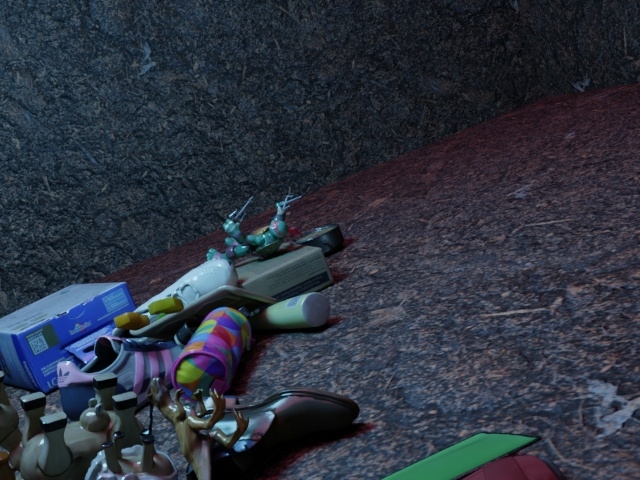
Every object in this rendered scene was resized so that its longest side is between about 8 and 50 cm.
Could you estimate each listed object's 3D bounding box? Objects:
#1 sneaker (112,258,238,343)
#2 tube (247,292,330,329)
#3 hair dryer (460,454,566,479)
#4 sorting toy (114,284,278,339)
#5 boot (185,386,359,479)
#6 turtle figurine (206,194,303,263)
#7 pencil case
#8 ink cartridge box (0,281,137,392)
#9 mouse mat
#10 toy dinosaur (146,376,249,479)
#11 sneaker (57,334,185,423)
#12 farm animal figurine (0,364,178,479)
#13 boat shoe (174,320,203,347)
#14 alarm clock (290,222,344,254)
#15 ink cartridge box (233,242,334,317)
[{"bbox_3d":[-0.293,0.141,1.635,0.297,0.111,0.129,-37,-8,13],"label":"sneaker"},{"bbox_3d":[-0.068,0.140,1.509,0.240,0.070,0.062,-16,52,56],"label":"tube"},{"bbox_3d":[0.149,0.230,0.568,0.293,0.080,0.223,-15,12,28],"label":"hair dryer"},{"bbox_3d":[-0.236,0.129,1.497,0.229,0.041,0.307,-24,-18,14],"label":"sorting toy"},{"bbox_3d":[-0.062,0.245,0.981,0.219,0.082,0.106,-9,38,17],"label":"boot"},{"bbox_3d":[-0.141,-0.014,1.767,0.234,0.118,0.175,-32,-14,39],"label":"turtle figurine"},{"bbox_3d":[-0.174,0.187,1.348,0.104,0.104,0.236,-18,11,11],"label":"pencil case"},{"bbox_3d":[-0.580,0.213,1.827,0.270,0.151,0.395,-29,12,-35],"label":"ink cartridge box"},{"bbox_3d":[0.113,0.214,0.755,0.153,0.007,0.189,-22,-10,-9],"label":"mouse mat"},{"bbox_3d":[-0.139,0.239,0.934,0.112,0.064,0.211,-40,47,8],"label":"toy dinosaur"},{"bbox_3d":[-0.325,0.210,1.414,0.112,0.131,0.319,-13,11,32],"label":"sneaker"},{"bbox_3d":[-0.373,0.283,1.049,0.327,0.172,0.330,-5,19,-21],"label":"farm animal figurine"},{"bbox_3d":[-0.209,0.175,1.498,0.133,0.049,0.042,10,-53,-49],"label":"boat shoe"},{"bbox_3d":[0.000,0.000,2.047,0.129,0.064,0.192,-16,14,22],"label":"alarm clock"},{"bbox_3d":[-0.107,0.083,1.763,0.193,0.088,0.235,-25,12,-18],"label":"ink cartridge box"}]
